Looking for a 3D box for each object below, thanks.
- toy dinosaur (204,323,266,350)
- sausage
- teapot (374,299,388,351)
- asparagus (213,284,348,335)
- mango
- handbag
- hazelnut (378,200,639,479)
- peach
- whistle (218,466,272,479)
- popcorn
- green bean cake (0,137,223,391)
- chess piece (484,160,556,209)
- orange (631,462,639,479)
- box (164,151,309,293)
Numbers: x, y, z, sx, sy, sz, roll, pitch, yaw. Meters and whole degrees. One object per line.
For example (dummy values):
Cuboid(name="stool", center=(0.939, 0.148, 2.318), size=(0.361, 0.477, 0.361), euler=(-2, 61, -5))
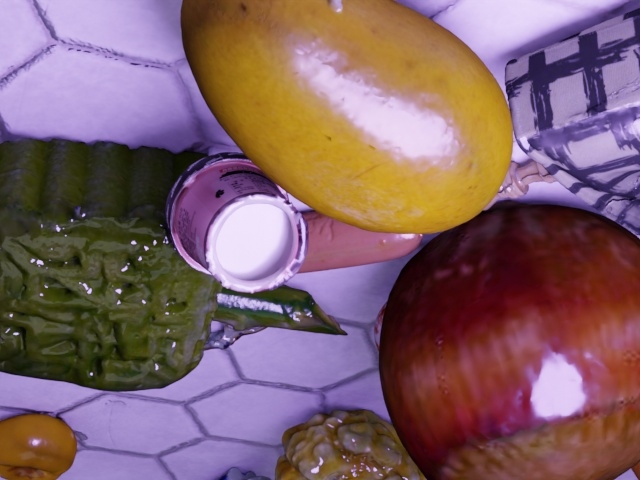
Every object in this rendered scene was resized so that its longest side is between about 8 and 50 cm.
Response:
Cuboid(name="toy dinosaur", center=(-0.165, 0.159, 1.981), size=(0.180, 0.037, 0.058), euler=(-22, 137, 28))
Cuboid(name="sausage", center=(-0.001, 0.000, 1.693), size=(0.289, 0.086, 0.086), euler=(-9, 146, 10))
Cuboid(name="teapot", center=(0.165, 0.124, 1.857), size=(0.159, 0.116, 0.245), euler=(14, 128, -3))
Cuboid(name="asparagus", center=(-0.121, 0.091, 1.828), size=(0.343, 0.085, 0.082), euler=(8, -171, -6))
Cuboid(name="mango", center=(0.026, -0.156, 1.317), size=(0.301, 0.220, 0.445), euler=(4, 160, 41))
Cuboid(name="handbag", center=(0.429, -0.142, 1.420), size=(0.325, 0.162, 0.327), euler=(-18, 151, 31))
Cuboid(name="hazelnut", center=(0.277, 0.146, 1.631), size=(0.421, 0.420, 0.353), euler=(-14, 177, 21))
Cuboid(name="peach", center=(-0.542, 0.387, 2.273), size=(0.179, 0.103, 0.179), euler=(-3, 147, -2))
Cuboid(name="whistle", center=(-0.176, 0.516, 2.480), size=(0.110, 0.092, 0.244), euler=(21, 143, -27))
Cuboid(name="popcorn", center=(0.065, 0.451, 2.211), size=(0.274, 0.279, 0.335), euler=(24, 155, 54))
Cuboid(name="green bean cake", center=(-0.283, 0.040, 1.594), size=(0.319, 0.218, 0.335), euler=(3, 135, -10))
Cuboid(name="chess piece", center=(0.256, -0.079, 1.599), size=(0.172, 0.060, 0.060), euler=(-22, 141, 31))
Cuboid(name="orange", center=(0.636, 0.342, 2.095), size=(0.240, 0.240, 0.240), euler=(0, 147, 0))
Cuboid(name="box", center=(-0.092, -0.015, 1.426), size=(0.151, 0.135, 0.151), euler=(-7, 110, -20))
